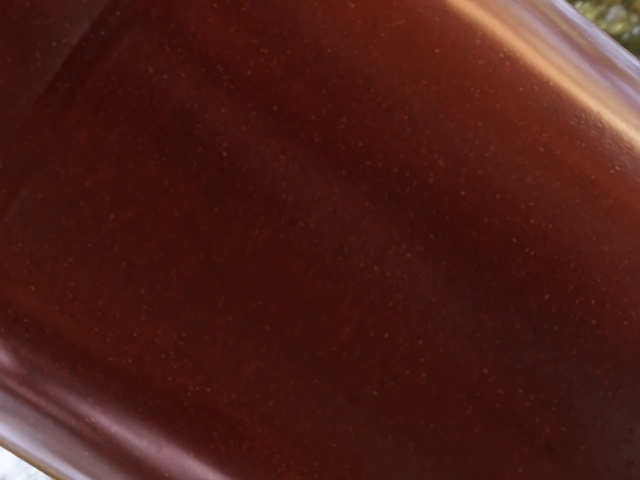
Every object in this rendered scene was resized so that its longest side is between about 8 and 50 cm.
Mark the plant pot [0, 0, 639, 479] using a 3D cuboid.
[{"bbox_3d":[0.000,0.000,0.585,0.265,0.272,0.272,35,-105,8],"label":"plant pot"}]
